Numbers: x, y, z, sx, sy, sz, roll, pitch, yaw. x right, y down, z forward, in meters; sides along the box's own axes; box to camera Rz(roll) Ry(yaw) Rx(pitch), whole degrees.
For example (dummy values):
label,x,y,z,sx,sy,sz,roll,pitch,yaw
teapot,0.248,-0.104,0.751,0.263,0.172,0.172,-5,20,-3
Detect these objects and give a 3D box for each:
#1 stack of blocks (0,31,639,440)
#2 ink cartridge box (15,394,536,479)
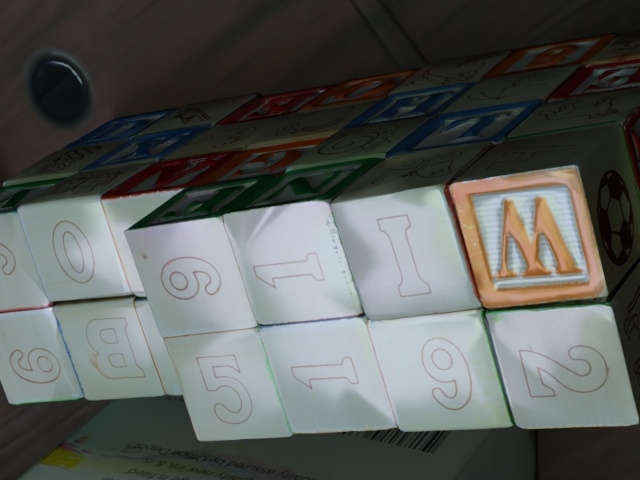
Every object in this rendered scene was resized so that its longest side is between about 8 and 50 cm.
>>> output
label,x,y,z,sx,sy,sz,roll,pitch,yaw
stack of blocks,0.000,0.000,0.632,0.297,0.171,0.087,-6,109,32
ink cartridge box,-0.027,0.165,0.686,0.171,0.233,0.168,9,116,26
